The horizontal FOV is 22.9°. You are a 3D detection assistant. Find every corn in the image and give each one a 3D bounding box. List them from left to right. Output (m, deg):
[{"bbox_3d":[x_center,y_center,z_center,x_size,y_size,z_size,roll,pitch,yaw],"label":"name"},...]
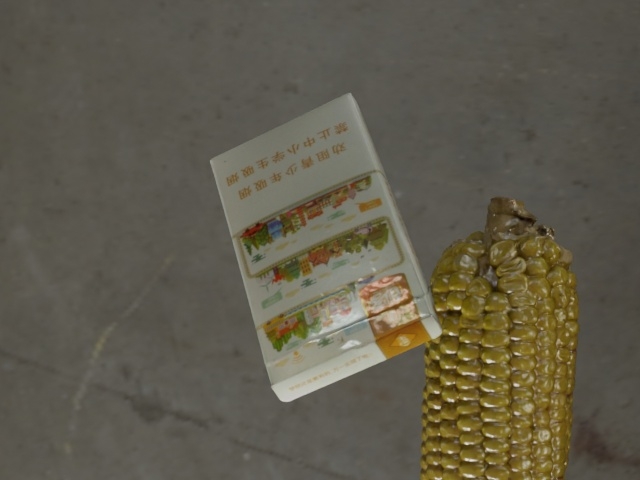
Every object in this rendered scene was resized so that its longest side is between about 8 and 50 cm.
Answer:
[{"bbox_3d":[0.129,0.130,1.150,0.119,0.119,0.322,-1,86,36],"label":"corn"}]

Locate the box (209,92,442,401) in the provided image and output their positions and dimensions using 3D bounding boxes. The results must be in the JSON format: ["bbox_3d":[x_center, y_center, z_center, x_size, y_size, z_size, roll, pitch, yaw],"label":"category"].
[{"bbox_3d":[0.000,0.000,1.118,0.122,0.032,0.220,-24,49,7],"label":"box"}]
